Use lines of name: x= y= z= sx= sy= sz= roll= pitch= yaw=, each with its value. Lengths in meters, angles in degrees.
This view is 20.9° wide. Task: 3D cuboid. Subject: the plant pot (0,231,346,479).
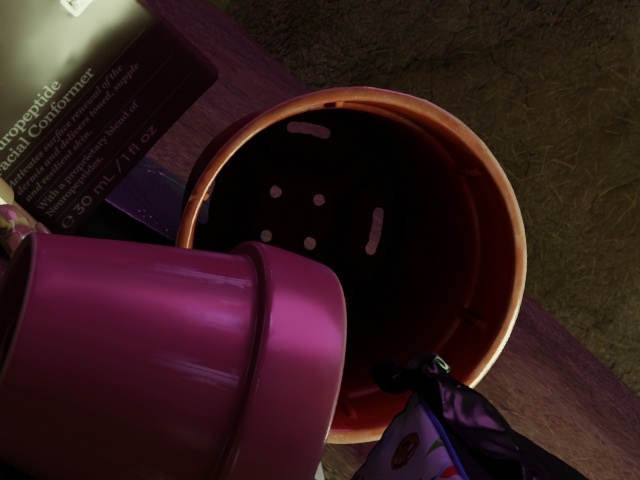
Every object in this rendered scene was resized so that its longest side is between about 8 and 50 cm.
plant pot: x=-0.105 y=0.081 z=1.027 sx=0.180 sy=0.201 sz=0.201 roll=19 pitch=15 yaw=-17

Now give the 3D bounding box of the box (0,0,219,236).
box: x=-0.261 y=-0.178 z=1.265 sx=0.143 sy=0.191 sz=0.381 roll=44 pitch=2 yaw=42

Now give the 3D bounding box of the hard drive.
hard drive: x=-0.167 y=-0.029 z=1.615 sx=0.254 sy=0.054 sz=0.172 roll=31 pitch=17 yaw=-15

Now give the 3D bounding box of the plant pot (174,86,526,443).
plant pot: x=0.000 y=0.000 z=1.428 sx=0.272 sy=0.272 sz=0.265 roll=35 pitch=1 yaw=-14

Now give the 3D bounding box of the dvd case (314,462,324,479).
dvd case: x=-0.085 y=0.110 z=1.397 sx=0.179 sy=0.029 sz=0.239 roll=35 pitch=9 yaw=-14

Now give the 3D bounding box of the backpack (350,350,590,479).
backpack: x=0.132 y=0.230 z=1.085 sx=0.276 sy=0.213 sz=0.263 roll=29 pitch=3 yaw=-13

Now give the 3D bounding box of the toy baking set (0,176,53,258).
toy baking set: x=-0.209 y=0.005 z=1.203 sx=0.197 sy=0.030 sz=0.256 roll=50 pitch=0 yaw=40
